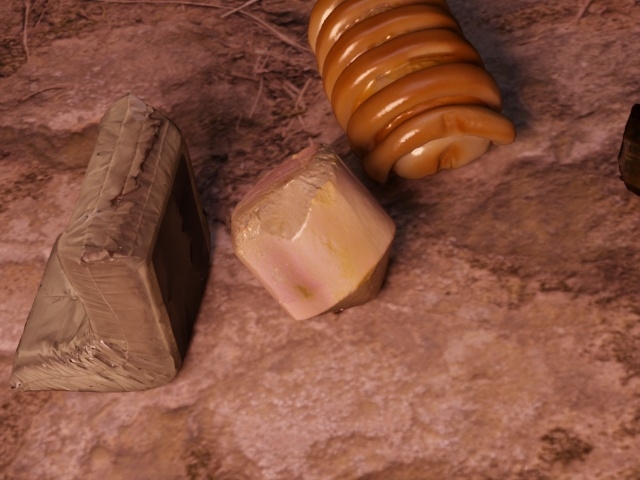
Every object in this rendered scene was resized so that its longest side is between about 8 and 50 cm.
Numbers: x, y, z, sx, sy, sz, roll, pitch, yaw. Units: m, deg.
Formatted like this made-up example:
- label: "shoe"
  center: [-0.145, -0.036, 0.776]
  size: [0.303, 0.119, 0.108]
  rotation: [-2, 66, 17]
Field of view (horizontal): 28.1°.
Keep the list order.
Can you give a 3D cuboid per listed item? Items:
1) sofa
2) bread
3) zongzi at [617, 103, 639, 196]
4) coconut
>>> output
- label: "sofa"
  center: [-0.216, 0.009, 1.224]
  size: [0.176, 0.225, 0.210]
  rotation: [2, 51, 10]
- label: "bread"
  center: [0.083, -0.195, 1.410]
  size: [0.173, 0.121, 0.311]
  rotation: [-20, 45, -3]
- label: "zongzi"
  center: [0.484, -0.085, 1.228]
  size: [0.317, 0.154, 0.289]
  rotation: [-15, 32, -37]
- label: "coconut"
  center: [0.000, 0.000, 1.237]
  size: [0.147, 0.152, 0.147]
  rotation: [-35, 17, 12]
